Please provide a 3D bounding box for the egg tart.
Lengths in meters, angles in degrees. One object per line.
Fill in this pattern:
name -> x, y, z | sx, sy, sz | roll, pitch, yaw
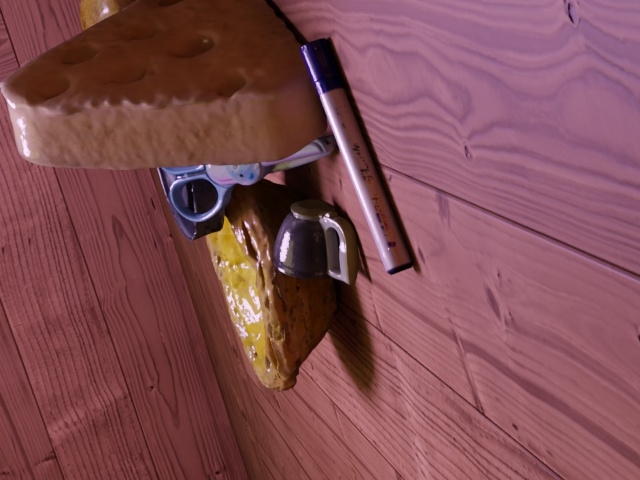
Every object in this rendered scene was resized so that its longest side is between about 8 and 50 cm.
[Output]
egg tart -> -0.065, 0.035, 2.007 | 0.345, 0.132, 0.345 | 162, 90, -80

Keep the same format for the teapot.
teapot -> 0.002, -0.003, 1.801 | 0.092, 0.124, 0.091 | -42, -41, -58

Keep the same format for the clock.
clock -> -0.180, -0.112, 1.922 | 0.226, 0.049, 0.226 | 166, 90, -75

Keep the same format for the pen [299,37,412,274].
pen -> 0.038, -0.090, 1.546 | 0.033, 0.033, 0.269 | 121, 130, -76

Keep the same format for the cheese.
cheese -> -0.202, -0.186, 1.736 | 0.384, 0.384, 0.104 | -124, 20, -54

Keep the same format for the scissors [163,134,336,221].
scissors -> -0.090, -0.095, 1.747 | 0.256, 0.030, 0.125 | -9, 107, 35

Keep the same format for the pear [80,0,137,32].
pear -> -0.283, -0.348, 2.285 | 0.211, 0.188, 0.228 | 148, 103, -71
